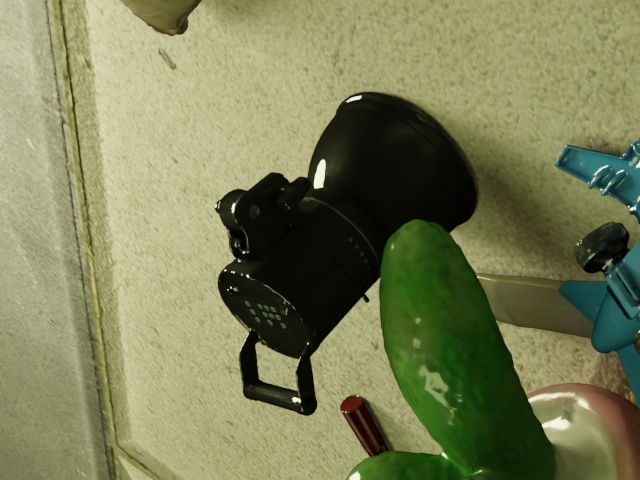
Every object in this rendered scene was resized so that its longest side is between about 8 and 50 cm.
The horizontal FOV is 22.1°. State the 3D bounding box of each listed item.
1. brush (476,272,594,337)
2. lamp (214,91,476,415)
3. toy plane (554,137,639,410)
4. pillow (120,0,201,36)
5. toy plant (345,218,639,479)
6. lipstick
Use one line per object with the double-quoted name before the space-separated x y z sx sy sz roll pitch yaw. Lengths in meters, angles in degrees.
"brush" 0.241 0.073 1.300 0.321 0.050 0.060 8 140 49
"lamp" 0.000 0.000 1.314 0.147 0.227 0.172 10 138 46
"toy plane" 0.250 0.010 1.129 0.254 0.105 0.271 59 153 23
"pillow" -0.123 -0.260 1.291 0.173 0.067 0.270 45 153 -13
"toy plant" 0.170 0.185 1.298 0.356 0.317 0.211 22 149 -29
"lipstick" 0.068 0.236 1.768 0.027 0.027 0.176 11 140 46
